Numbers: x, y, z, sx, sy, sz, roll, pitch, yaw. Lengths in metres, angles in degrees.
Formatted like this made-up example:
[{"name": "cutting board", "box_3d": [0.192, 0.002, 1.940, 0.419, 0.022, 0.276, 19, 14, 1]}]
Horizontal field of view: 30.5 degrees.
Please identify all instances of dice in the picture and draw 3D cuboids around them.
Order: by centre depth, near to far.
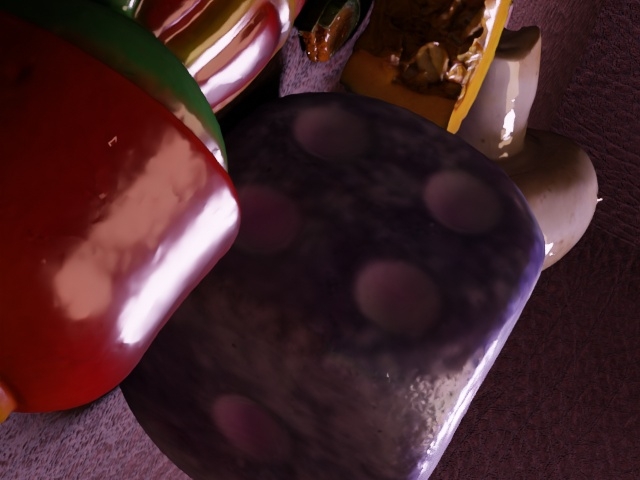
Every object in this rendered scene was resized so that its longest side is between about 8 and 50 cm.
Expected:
[{"name": "dice", "box_3d": [0.009, 0.062, 0.972, 0.271, 0.270, 0.270, -51, 165, -40]}]

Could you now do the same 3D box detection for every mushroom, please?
[{"name": "mushroom", "box_3d": [0.161, -0.103, 1.299, 0.292, 0.292, 0.290, -42, 137, -58]}]

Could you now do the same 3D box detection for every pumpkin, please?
[{"name": "pumpkin", "box_3d": [0.110, -0.219, 1.085, 0.248, 0.131, 0.126, -65, 168, 5]}]

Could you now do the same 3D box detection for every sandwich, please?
[{"name": "sandwich", "box_3d": [0.011, -0.187, 1.005, 0.069, 0.026, 0.101, -62, 169, -6]}]

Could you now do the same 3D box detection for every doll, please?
[{"name": "doll", "box_3d": [-0.125, -0.016, 0.507, 0.363, 0.160, 0.182, -56, 174, -23]}]

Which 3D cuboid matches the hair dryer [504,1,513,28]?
[{"name": "hair dryer", "box_3d": [0.200, -0.185, 1.627, 0.210, 0.125, 0.352, -26, 136, -71]}]
